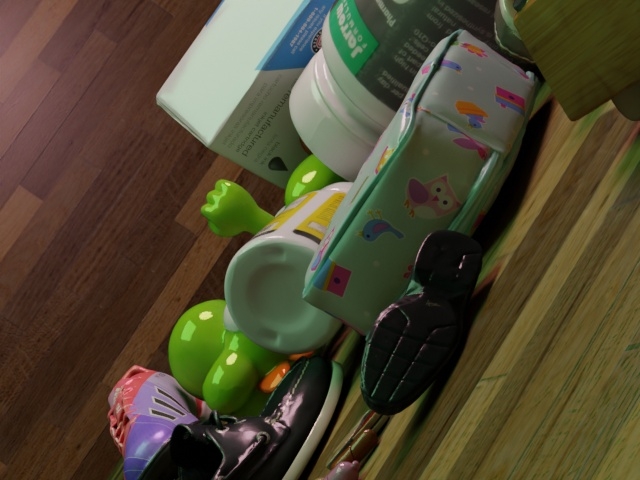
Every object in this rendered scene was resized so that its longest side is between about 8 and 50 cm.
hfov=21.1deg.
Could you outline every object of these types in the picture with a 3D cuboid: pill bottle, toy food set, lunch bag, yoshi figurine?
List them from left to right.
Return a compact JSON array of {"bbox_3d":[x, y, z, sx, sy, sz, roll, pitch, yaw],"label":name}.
[{"bbox_3d":[-0.052,0.041,1.857,0.362,0.203,0.203,-60,-1,-28],"label":"yoshi figurine"},{"bbox_3d":[-0.002,0.020,1.653,0.119,0.119,0.208,-53,-4,27],"label":"pill bottle"},{"bbox_3d":[0.019,0.169,1.287,0.122,0.019,0.078,-50,2,-31],"label":"toy food set"},{"bbox_3d":[0.088,-0.046,1.494,0.224,0.108,0.279,-59,0,31],"label":"lunch bag"},{"bbox_3d":[0.129,-0.224,1.709,0.361,0.204,0.204,-52,6,36],"label":"pill bottle"}]

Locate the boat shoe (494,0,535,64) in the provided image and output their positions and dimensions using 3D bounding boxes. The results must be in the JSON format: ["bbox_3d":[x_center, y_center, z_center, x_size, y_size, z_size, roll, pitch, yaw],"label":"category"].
[{"bbox_3d":[0.224,-0.238,1.453,0.324,0.116,0.097,-55,-1,-41],"label":"boat shoe"}]

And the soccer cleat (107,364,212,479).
[{"bbox_3d":[-0.182,0.197,1.802,0.108,0.116,0.318,-50,1,3],"label":"soccer cleat"}]

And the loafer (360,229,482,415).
[{"bbox_3d":[0.074,0.069,1.248,0.170,0.062,0.061,-56,-18,-40],"label":"loafer"}]

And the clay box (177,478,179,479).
[{"bbox_3d":[-0.143,0.286,1.765,0.222,0.053,0.127,-51,5,0],"label":"clay box"}]

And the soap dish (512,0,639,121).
[{"bbox_3d":[0.243,-0.210,1.049,0.229,0.118,0.291,-57,6,-17],"label":"soap dish"}]

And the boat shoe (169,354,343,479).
[{"bbox_3d":[-0.088,0.207,1.488,0.340,0.113,0.127,-59,5,-35],"label":"boat shoe"}]

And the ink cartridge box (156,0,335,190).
[{"bbox_3d":[0.000,-0.168,1.988,0.223,0.307,0.129,-55,47,7],"label":"ink cartridge box"}]
